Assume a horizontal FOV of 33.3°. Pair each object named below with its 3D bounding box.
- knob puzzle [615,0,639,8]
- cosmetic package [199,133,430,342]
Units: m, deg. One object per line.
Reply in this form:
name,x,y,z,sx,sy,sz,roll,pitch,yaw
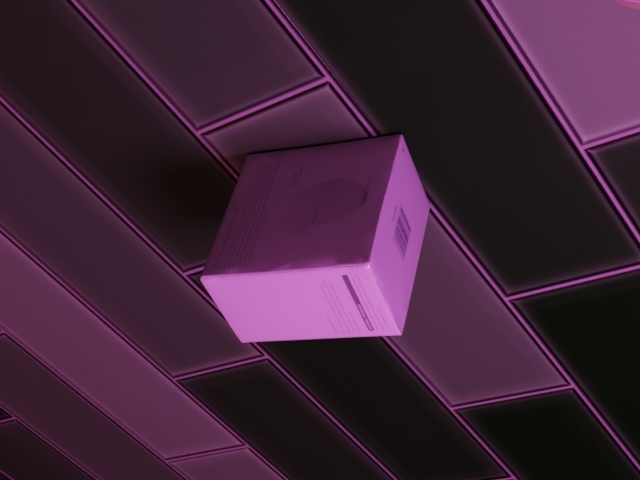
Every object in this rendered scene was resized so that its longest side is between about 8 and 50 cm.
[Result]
knob puzzle,0.278,-0.294,0.982,0.213,0.030,0.213,49,154,35
cosmetic package,0.000,0.000,1.352,0.224,0.224,0.138,-4,136,24
